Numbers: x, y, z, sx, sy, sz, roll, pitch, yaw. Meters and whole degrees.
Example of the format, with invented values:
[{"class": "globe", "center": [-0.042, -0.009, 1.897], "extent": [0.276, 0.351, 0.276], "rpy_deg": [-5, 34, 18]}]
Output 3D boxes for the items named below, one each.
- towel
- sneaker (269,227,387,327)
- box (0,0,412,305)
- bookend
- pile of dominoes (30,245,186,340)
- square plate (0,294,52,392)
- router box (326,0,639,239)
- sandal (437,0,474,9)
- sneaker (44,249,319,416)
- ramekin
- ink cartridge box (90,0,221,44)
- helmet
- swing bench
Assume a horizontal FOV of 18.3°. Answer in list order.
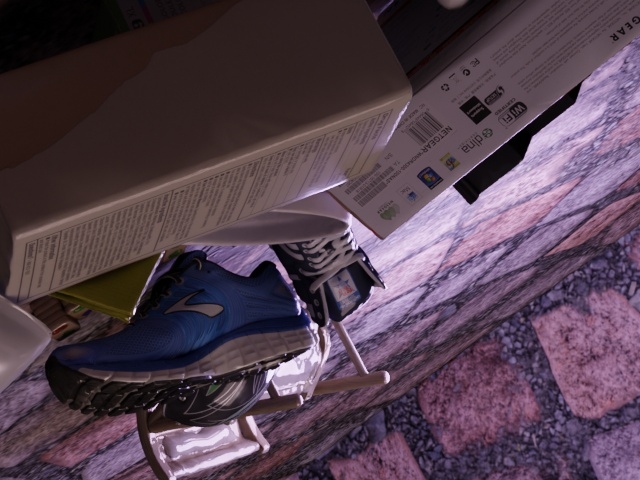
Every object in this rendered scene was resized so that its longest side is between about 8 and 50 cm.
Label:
[{"class": "towel", "center": [-0.148, -0.044, 1.516], "extent": [0.021, 0.102, 0.237], "rpy_deg": [96, 13, -52]}, {"class": "sneaker", "center": [0.000, 0.000, 2.167], "extent": [0.099, 0.153, 0.282], "rpy_deg": [-31, 167, -7]}, {"class": "box", "center": [-0.105, -0.076, 1.428], "extent": [0.311, 0.121, 0.148], "rpy_deg": [-21, 163, -21]}, {"class": "bookend", "center": [0.211, -0.139, 2.193], "extent": [0.156, 0.072, 0.157], "rpy_deg": [-39, -169, 29]}, {"class": "pile of dominoes", "center": [-0.182, 0.023, 2.084], "extent": [0.251, 0.040, 0.196], "rpy_deg": [-32, 167, 2]}, {"class": "square plate", "center": [-0.405, 0.113, 1.322], "extent": [0.347, 0.049, 0.344], "rpy_deg": [-45, 128, 7]}, {"class": "router box", "center": [0.161, -0.195, 1.651], "extent": [0.335, 0.082, 0.301], "rpy_deg": [-40, -163, 32]}, {"class": "sandal", "center": [0.149, -0.332, 1.416], "extent": [0.169, 0.102, 0.416], "rpy_deg": [-43, 166, -32]}, {"class": "sneaker", "center": [-0.165, 0.097, 2.193], "extent": [0.330, 0.147, 0.130], "rpy_deg": [-13, 167, -38]}, {"class": "ramekin", "center": [-0.078, -0.062, 1.704], "extent": [0.207, 0.109, 0.207], "rpy_deg": [-2, 171, 0]}, {"class": "ink cartridge box", "center": [-0.117, -0.154, 1.507], "extent": [0.209, 0.062, 0.109], "rpy_deg": [-22, 165, -20]}, {"class": "helmet", "center": [-0.130, 0.135, 2.350], "extent": [0.169, 0.161, 0.169], "rpy_deg": [-30, 167, -8]}, {"class": "swing bench", "center": [-0.093, 0.189, 2.662], "extent": [0.254, 0.165, 0.253], "rpy_deg": [-32, 169, 28]}]
